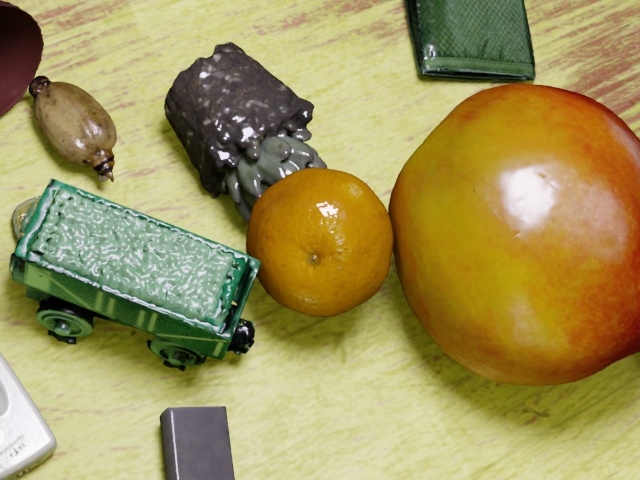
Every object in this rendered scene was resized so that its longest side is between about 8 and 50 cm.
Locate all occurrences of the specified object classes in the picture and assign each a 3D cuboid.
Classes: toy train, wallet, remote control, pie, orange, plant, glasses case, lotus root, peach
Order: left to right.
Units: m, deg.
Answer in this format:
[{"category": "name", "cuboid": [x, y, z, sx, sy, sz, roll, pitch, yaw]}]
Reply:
[{"category": "remote control", "cuboid": [-0.360, 0.138, 1.547, 0.090, 0.049, 0.230, -30, 75, -23]}, {"category": "pie", "cuboid": [-0.294, -0.014, 1.661, 0.084, 0.021, 0.084, 7, 57, -10]}, {"category": "lotus root", "cuboid": [-0.269, -0.125, 1.702, 0.072, 0.063, 0.152, -33, 72, -12]}, {"category": "toy train", "cuboid": [-0.191, 0.052, 1.575, 0.269, 0.154, 0.115, 22, 62, -3]}, {"category": "glasses case", "cuboid": [-0.120, 0.260, 1.547, 0.072, 0.042, 0.191, 2, 62, -21]}, {"category": "plant", "cuboid": [-0.081, -0.115, 1.705, 0.129, 0.132, 0.194, -34, 81, -23]}, {"category": "orange", "cuboid": [0.000, 0.000, 1.608, 0.159, 0.159, 0.136, 26, 17, 0]}, {"category": "wallet", "cuboid": [0.180, -0.305, 1.918, 0.160, 0.055, 0.236, 0, 69, -17]}, {"category": "peach", "cuboid": [0.231, 0.002, 1.631, 0.308, 0.308, 0.332, -35, 73, -27]}]

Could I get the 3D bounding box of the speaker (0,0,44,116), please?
[{"category": "speaker", "cuboid": [-0.432, -0.309, 1.675, 0.259, 0.198, 0.329, -40, 67, 14]}]
